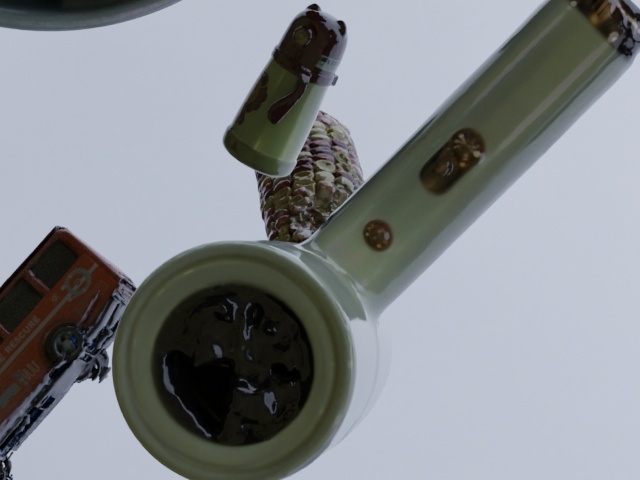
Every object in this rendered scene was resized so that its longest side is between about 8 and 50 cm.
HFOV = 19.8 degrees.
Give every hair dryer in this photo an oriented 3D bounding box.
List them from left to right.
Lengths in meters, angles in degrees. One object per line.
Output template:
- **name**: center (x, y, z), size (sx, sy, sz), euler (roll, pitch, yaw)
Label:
- **hair dryer**: center (0.052, -0.020, 1.000), size (0.362, 0.203, 0.128), euler (-45, -97, 6)

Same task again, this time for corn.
- **corn**: center (0.000, 0.000, 1.558), size (0.290, 0.098, 0.098), euler (-101, -149, -47)

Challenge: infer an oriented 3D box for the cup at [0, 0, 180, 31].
- **cup**: center (-0.128, -0.229, 0.754), size (0.312, 0.205, 0.205), euler (-124, -142, -60)

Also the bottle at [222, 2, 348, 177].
- **bottle**: center (-0.018, -0.091, 1.081), size (0.063, 0.047, 0.101), euler (47, -65, 48)

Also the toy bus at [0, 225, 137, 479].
- **toy bus**: center (-0.229, 0.101, 1.310), size (0.096, 0.073, 0.235), euler (42, -94, 20)
